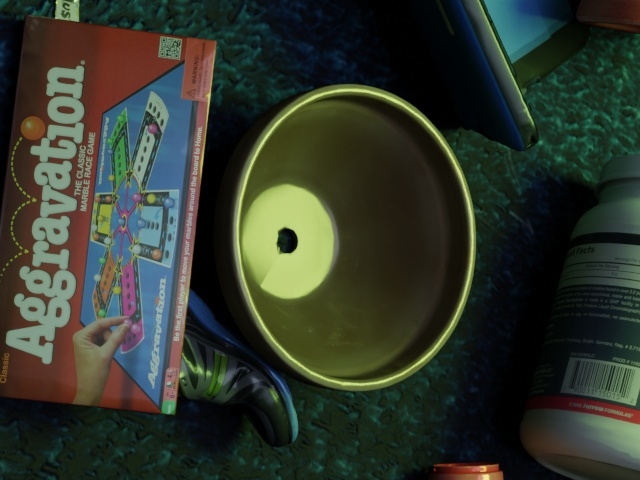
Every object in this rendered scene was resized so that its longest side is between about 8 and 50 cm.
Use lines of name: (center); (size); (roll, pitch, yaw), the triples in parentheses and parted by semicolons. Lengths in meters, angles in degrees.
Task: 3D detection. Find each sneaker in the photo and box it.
sneaker: (-0.093, 0.099, 1.432); (0.188, 0.067, 0.078); (43, 72, -21)

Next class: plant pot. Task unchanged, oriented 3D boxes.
plant pot: (0.000, 0.000, 1.469); (0.237, 0.109, 0.237); (2, 86, -36)

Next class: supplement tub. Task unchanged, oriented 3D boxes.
supplement tub: (0.295, 0.081, 1.628); (0.191, 0.191, 0.272); (26, 74, -32)

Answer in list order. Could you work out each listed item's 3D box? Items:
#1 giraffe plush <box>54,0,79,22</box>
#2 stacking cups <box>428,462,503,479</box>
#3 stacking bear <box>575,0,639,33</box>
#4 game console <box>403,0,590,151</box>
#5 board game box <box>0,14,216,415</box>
giraffe plush: (-0.150, -0.267, 1.333); (0.181, 0.170, 0.210); (-15, 97, -35)
stacking cups: (0.127, 0.347, 1.570); (0.096, 0.096, 0.316); (4, 81, -36)
stacking bear: (0.320, -0.326, 1.627); (0.164, 0.175, 0.289); (3, 97, -38)
game console: (0.146, -0.251, 1.554); (0.173, 0.250, 0.293); (-28, 106, -6)
board game box: (-0.164, -0.018, 1.369); (0.145, 0.027, 0.281); (7, 84, -9)
